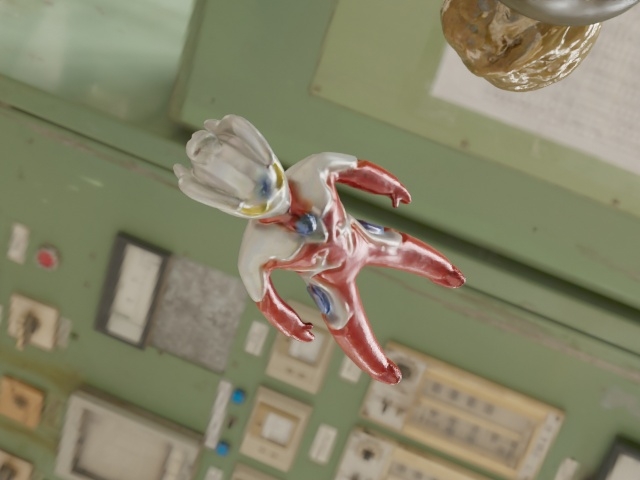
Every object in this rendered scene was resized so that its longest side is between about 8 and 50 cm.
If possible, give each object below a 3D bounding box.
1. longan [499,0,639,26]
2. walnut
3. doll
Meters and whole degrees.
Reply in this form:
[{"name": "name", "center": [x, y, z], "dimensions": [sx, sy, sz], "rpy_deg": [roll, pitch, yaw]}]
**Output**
[{"name": "longan", "center": [0.224, -0.260, 0.906], "dimensions": [0.185, 0.204, 0.159], "rpy_deg": [-44, 134, -47]}, {"name": "walnut", "center": [0.209, -0.227, 1.119], "dimensions": [0.166, 0.166, 0.149], "rpy_deg": [106, -6, -45]}, {"name": "doll", "center": [0.000, 0.000, 1.045], "dimensions": [0.384, 0.099, 0.188], "rpy_deg": [37, 82, -42]}]
